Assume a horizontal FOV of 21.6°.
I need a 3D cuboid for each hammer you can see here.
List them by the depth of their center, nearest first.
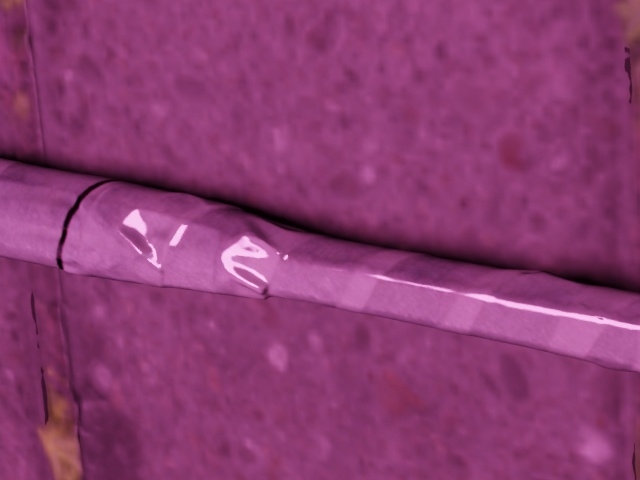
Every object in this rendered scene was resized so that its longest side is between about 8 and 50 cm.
[{"bbox_3d":[-0.001,0.000,0.535,0.427,0.044,0.152,13,115,33],"label":"hammer"}]
